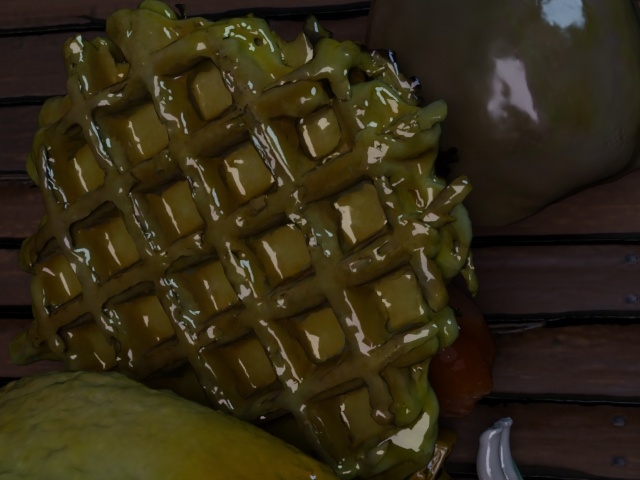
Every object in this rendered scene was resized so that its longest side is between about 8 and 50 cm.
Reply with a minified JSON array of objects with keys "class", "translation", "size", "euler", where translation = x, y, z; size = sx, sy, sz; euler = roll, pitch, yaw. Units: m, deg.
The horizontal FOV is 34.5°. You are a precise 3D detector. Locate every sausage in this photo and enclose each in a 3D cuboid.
[{"class":"sausage","translation":[-0.001,0.000,0.801],"size":[0.348,0.094,0.097],"euler":[45,114,15]}]

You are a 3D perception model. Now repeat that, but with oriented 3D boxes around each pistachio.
[{"class":"pistachio","translation":[0.129,-0.144,0.732],"size":[0.213,0.163,0.260],"euler":[-14,85,-19]}]

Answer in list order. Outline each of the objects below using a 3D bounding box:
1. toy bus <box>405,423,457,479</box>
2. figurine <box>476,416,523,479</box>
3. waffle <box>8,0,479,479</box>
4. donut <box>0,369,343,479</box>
[{"class":"toy bus","translation":[0.051,0.154,0.804],"size":[0.162,0.069,0.074],"euler":[40,99,11]},{"class":"figurine","translation":[0.131,0.229,0.788],"size":[0.083,0.083,0.187],"euler":[-2,97,14]},{"class":"waffle","translation":[-0.073,0.020,0.745],"size":[0.382,0.095,0.379],"euler":[18,108,25]},{"class":"donut","translation":[-0.111,0.236,0.700],"size":[0.435,0.163,0.377],"euler":[-21,114,47]}]
